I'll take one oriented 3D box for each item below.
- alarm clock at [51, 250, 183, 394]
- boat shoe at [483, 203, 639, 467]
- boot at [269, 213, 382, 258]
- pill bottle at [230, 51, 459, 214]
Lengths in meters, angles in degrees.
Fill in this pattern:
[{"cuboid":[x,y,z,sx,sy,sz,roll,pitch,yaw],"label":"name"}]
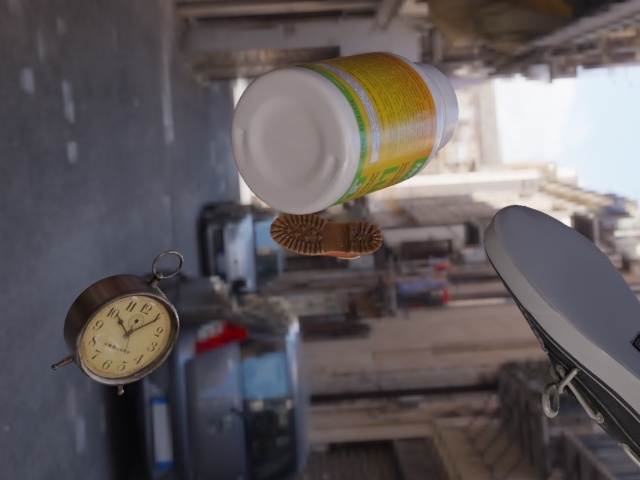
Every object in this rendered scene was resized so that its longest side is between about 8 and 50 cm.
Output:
[{"cuboid":[-0.225,0.088,1.524,0.129,0.192,0.064,30,13,-42],"label":"alarm clock"},{"cuboid":[0.244,0.104,1.131,0.113,0.306,0.105,-41,172,-46],"label":"boat shoe"},{"cuboid":[0.000,0.000,1.835,0.084,0.158,0.059,146,-49,-73],"label":"boot"},{"cuboid":[0.036,-0.113,1.268,0.246,0.136,0.136,-21,111,-54],"label":"pill bottle"}]
